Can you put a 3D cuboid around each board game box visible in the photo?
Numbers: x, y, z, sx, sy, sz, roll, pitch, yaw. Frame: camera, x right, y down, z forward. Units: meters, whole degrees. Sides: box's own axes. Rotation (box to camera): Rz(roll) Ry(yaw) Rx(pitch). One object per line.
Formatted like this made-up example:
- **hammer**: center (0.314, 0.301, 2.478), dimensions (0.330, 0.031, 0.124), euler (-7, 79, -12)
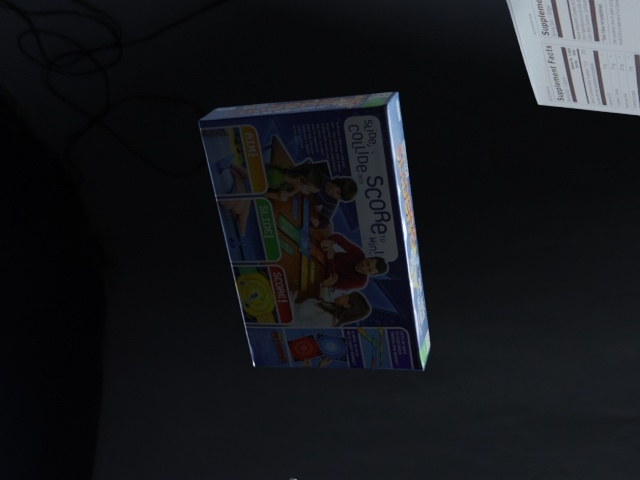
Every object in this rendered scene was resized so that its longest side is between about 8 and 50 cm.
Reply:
- **board game box**: center (0.000, 0.000, 0.576), dimensions (0.136, 0.035, 0.201), euler (-1, 115, 18)

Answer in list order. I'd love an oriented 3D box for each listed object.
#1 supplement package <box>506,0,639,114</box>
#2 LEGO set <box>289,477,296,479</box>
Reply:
- **supplement package**: center (0.283, -0.209, 0.532), dimensions (0.263, 0.199, 0.198), euler (12, 164, 28)
- **LEGO set**: center (-0.022, 0.172, 0.234), dimensions (0.244, 0.182, 0.060), euler (20, 120, 45)
